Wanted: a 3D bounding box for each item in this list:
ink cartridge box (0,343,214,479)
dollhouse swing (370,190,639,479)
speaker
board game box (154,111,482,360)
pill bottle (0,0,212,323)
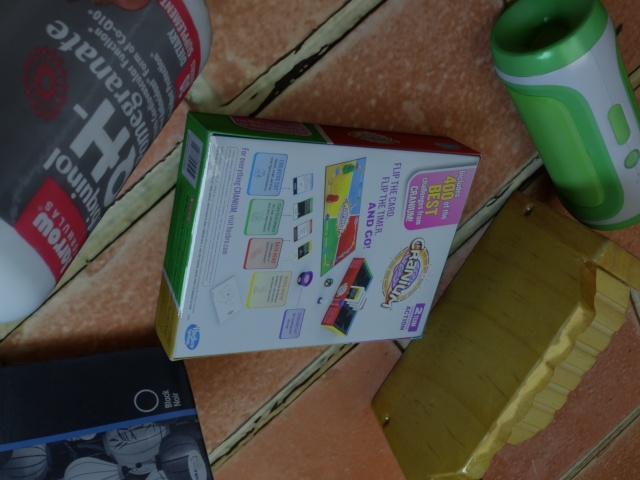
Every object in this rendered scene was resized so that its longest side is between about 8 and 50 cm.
[{"bbox_3d":[-0.275,0.197,0.641,0.333,0.165,0.065,-6,150,-27],"label":"ink cartridge box"},{"bbox_3d":[0.294,0.172,0.892,0.305,0.315,0.346,30,99,-18],"label":"dollhouse swing"},{"bbox_3d":[0.298,-0.139,0.804,0.131,0.131,0.296,-43,129,-2],"label":"speaker"},{"bbox_3d":[0.000,0.000,0.752,0.317,0.064,0.242,1,116,-30],"label":"board game box"},{"bbox_3d":[-0.214,-0.060,0.440,0.176,0.176,0.318,50,55,-39],"label":"pill bottle"}]
